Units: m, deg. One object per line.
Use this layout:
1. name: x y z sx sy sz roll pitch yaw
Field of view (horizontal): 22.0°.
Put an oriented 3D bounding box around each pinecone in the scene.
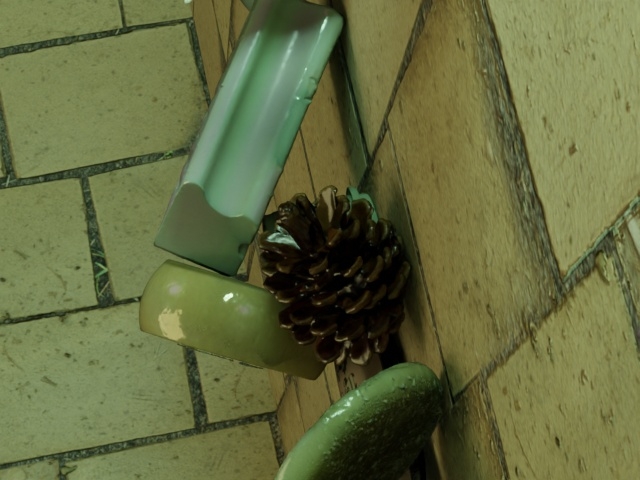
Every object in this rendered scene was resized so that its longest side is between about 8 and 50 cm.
1. pinecone: 0.017 0.030 1.897 0.185 0.169 0.212 36 151 58

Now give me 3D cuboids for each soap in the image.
1. soap: -0.094 -0.133 2.069 0.208 0.115 0.347 163 129 -83

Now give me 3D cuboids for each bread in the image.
1. bread: 0.039 0.242 1.792 0.040 0.267 0.267 42 154 26

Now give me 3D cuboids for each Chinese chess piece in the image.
1. Chinese chess piece: -0.104 0.101 2.072 0.251 0.251 0.097 177 110 -82

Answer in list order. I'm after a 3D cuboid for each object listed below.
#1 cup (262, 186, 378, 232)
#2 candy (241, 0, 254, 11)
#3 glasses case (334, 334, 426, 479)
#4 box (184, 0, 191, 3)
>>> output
1. cup: 0.000 0.000 2.068 0.120 0.141 0.120 169 90 -84
2. candy: -0.115 -0.445 2.528 0.138 0.071 0.174 89 167 -49
3. glasses case: 0.072 0.206 2.045 0.122 0.075 0.314 102 158 -55
4. box: -0.094 -0.408 1.967 0.274 0.203 0.116 -113 13 -54
